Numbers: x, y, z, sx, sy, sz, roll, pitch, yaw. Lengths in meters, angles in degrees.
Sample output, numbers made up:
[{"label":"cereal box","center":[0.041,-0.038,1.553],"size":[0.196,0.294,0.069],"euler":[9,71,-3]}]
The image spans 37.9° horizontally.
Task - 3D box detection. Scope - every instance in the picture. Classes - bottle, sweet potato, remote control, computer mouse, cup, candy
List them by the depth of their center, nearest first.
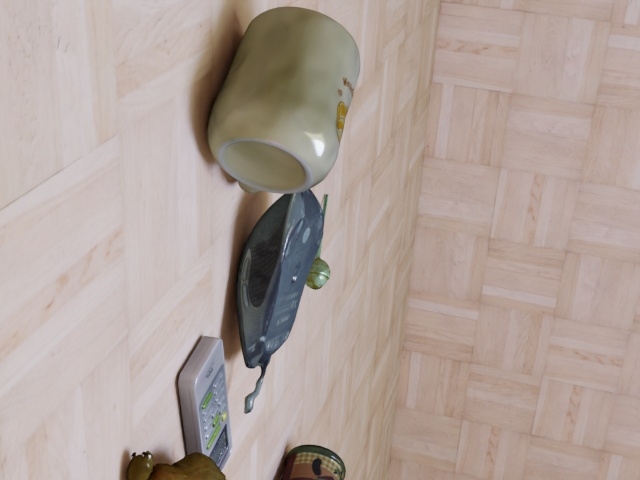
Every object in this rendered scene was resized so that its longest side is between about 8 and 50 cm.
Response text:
[{"label":"sweet potato","center":[-0.180,0.351,1.259],"size":[0.124,0.098,0.310],"euler":[-46,152,-28]},{"label":"cup","center":[-0.073,-0.171,1.259],"size":[0.173,0.255,0.202],"euler":[32,60,-29]},{"label":"remote control","center":[-0.167,0.259,1.367],"size":[0.103,0.034,0.250],"euler":[-62,158,-50]},{"label":"computer mouse","center":[-0.088,0.089,1.456],"size":[0.167,0.090,0.379],"euler":[-7,113,-70]},{"label":"candy","center":[0.000,0.000,1.832],"size":[0.061,0.061,0.202],"euler":[71,25,-64]},{"label":"bottle","center":[-0.034,0.553,1.862],"size":[0.271,0.156,0.143],"euler":[-71,171,-47]}]
